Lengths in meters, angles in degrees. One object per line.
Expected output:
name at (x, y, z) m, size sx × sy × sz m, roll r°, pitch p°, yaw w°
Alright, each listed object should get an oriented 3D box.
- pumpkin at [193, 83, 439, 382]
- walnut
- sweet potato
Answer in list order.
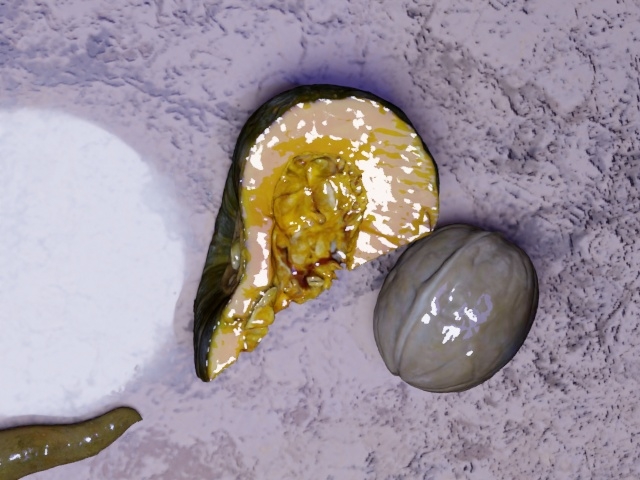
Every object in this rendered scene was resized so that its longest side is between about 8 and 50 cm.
pumpkin at (0.000, 0.000, 1.474) m, size 0.190 × 0.139 × 0.280 m, roll 12°, pitch 95°, yaw -12°
walnut at (0.124, 0.062, 1.506) m, size 0.140 × 0.140 × 0.162 m, roll 28°, pitch 97°, yaw -13°
sweet potato at (-0.282, 0.201, 1.479) m, size 0.250 × 0.059 × 0.069 m, roll -28°, pitch 120°, yaw -11°
